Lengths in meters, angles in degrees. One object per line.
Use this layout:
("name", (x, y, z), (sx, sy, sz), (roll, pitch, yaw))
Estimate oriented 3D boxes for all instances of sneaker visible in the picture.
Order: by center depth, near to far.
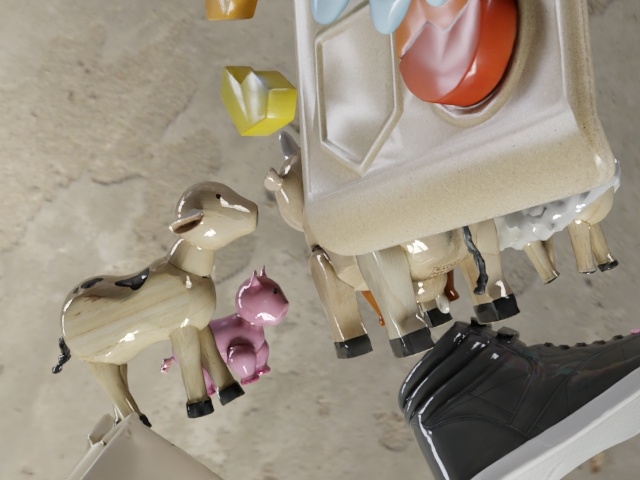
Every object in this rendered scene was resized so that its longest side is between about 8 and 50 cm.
("sneaker", (0.193, 0.100, 0.942), (0.296, 0.104, 0.147), (-27, 56, -17))

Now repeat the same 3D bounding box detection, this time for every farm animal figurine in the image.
("farm animal figurine", (0.000, 0.000, 0.821), (0.327, 0.330, 0.172), (-18, 92, 51))

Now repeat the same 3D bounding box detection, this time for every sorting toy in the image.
("sorting toy", (0.011, -0.110, 0.558), (0.307, 0.041, 0.229), (-18, 78, 59))

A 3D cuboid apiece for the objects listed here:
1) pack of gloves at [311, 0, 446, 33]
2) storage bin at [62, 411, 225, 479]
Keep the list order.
("pack of gloves", (-0.013, -0.200, 0.407), (0.195, 0.046, 0.232), (22, 119, 13))
("storage bin", (-0.102, 0.218, 0.365), (0.123, 0.260, 0.262), (34, 59, 6))
